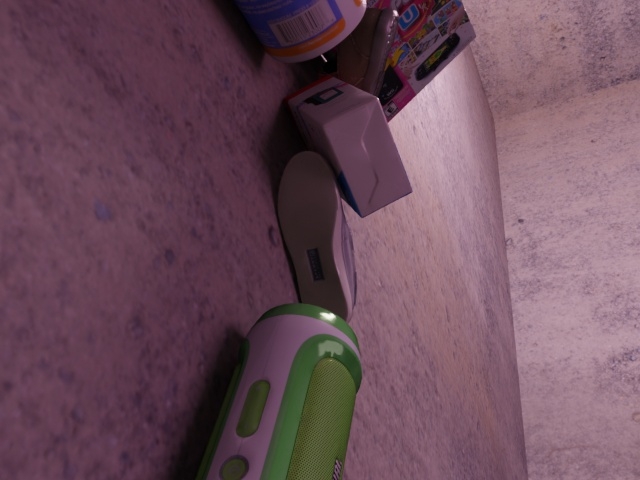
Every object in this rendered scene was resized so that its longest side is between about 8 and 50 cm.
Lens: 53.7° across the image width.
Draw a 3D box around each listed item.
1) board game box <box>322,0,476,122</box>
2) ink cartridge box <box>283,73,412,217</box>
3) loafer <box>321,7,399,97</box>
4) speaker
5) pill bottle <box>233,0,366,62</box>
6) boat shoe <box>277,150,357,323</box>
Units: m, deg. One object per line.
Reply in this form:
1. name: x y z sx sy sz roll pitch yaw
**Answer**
1. board game box: 0.106 -0.358 1.025 0.097 0.224 0.303 50 8 33
2. ink cartridge box: 0.025 -0.137 0.848 0.134 0.078 0.231 64 -6 -27
3. loafer: 0.049 -0.251 0.949 0.251 0.087 0.094 105 7 -57
4. speaker: -0.041 0.194 0.531 0.131 0.131 0.297 62 27 -32
5. pill bottle: -0.063 -0.360 0.743 0.272 0.152 0.152 53 32 -43
6. boat shoe: 0.001 0.000 0.806 0.081 0.079 0.228 -27 109 -73
